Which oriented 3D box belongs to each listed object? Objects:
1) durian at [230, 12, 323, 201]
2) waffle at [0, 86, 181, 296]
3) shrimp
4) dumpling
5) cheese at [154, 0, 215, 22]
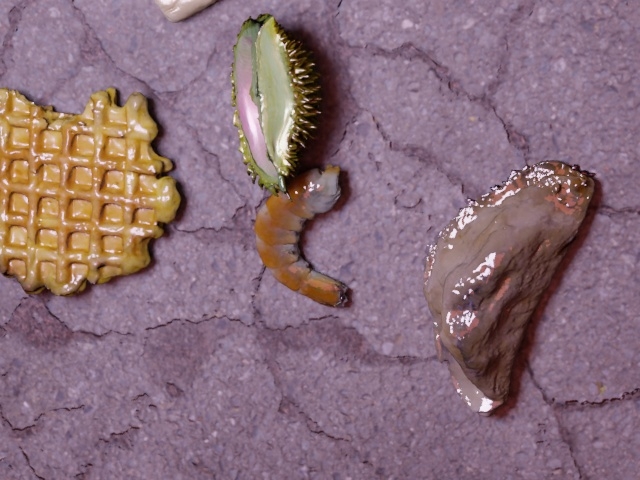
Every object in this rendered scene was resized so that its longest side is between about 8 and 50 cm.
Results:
[{"bbox_3d":[-0.048,-0.163,1.806,0.095,0.137,0.221,-4,98,-20],"label":"durian"},{"bbox_3d":[-0.330,-0.073,1.915,0.300,0.058,0.282,-18,98,15],"label":"waffle"},{"bbox_3d":[0.000,0.000,1.857,0.161,0.049,0.166,-40,92,21],"label":"shrimp"},{"bbox_3d":[0.200,0.047,1.801,0.166,0.086,0.332,21,103,5],"label":"dumpling"},{"bbox_3d":[-0.115,-0.328,1.811,0.194,0.043,0.065,-27,100,16],"label":"cheese"}]
